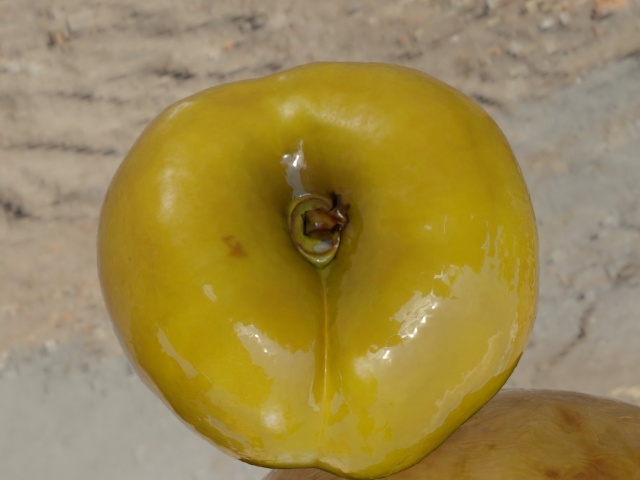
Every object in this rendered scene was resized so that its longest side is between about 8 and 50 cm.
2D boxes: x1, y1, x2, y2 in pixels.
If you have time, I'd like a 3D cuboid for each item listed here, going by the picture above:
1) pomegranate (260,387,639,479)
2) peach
[{"bbox_3d":[0.101,0.281,0.840,0.410,0.410,0.410,-15,152,-8],"label":"pomegranate"},{"bbox_3d":[-0.001,0.010,0.639,0.179,0.179,0.103,-18,161,-3],"label":"peach"}]
